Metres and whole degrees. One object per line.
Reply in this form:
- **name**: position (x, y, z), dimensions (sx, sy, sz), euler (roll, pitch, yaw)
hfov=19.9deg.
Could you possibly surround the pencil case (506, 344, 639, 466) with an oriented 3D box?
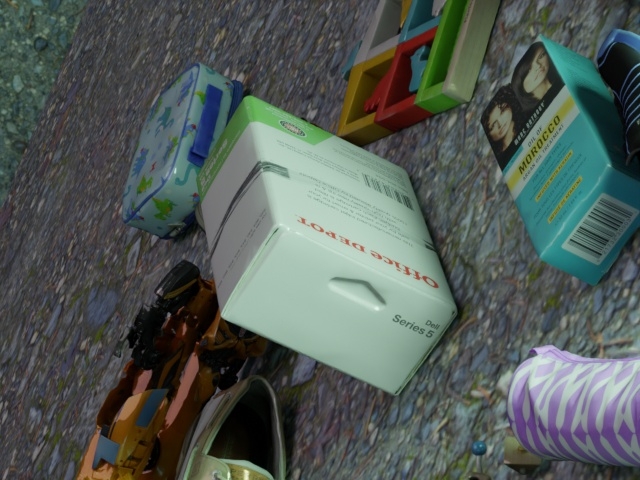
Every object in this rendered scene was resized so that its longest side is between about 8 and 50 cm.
- **pencil case**: position (0.211, 0.115, 1.281), dimensions (0.206, 0.086, 0.088), euler (-12, 90, 63)

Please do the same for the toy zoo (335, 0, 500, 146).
- **toy zoo**: position (0.100, -0.208, 1.973), dimensions (0.293, 0.030, 0.192), euler (-19, 50, 62)

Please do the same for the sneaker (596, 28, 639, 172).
- **sneaker**: position (0.260, -0.094, 1.406), dimensions (0.090, 0.081, 0.232), euler (-55, 24, 7)

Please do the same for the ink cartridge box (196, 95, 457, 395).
- **ink cartridge box**: position (0.000, 0.000, 1.747), dimensions (0.115, 0.198, 0.273), euler (-56, 22, 22)

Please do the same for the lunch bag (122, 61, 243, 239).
- **lunch bag**: position (-0.184, -0.119, 2.458), dimensions (0.176, 0.090, 0.219), euler (-39, 33, 50)

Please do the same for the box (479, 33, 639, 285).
- **box**: position (0.206, -0.073, 1.536), dimensions (0.100, 0.060, 0.244), euler (-56, 23, 22)

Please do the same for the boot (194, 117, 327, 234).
- **boot**: position (-0.050, -0.058, 2.090), dimensions (0.179, 0.085, 0.236), euler (-60, 28, 7)

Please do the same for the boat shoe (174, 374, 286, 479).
- **boat shoe**: position (-0.095, 0.256, 1.810), dimensions (0.103, 0.113, 0.302), euler (-56, 21, 36)

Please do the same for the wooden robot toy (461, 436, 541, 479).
- **wooden robot toy**: position (0.125, 0.229, 1.404), dimensions (0.076, 0.079, 0.173), euler (17, 46, 29)

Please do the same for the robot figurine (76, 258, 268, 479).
- **robot figurine**: position (-0.147, 0.159, 1.973), dimensions (0.085, 0.211, 0.291), euler (28, 93, 32)
